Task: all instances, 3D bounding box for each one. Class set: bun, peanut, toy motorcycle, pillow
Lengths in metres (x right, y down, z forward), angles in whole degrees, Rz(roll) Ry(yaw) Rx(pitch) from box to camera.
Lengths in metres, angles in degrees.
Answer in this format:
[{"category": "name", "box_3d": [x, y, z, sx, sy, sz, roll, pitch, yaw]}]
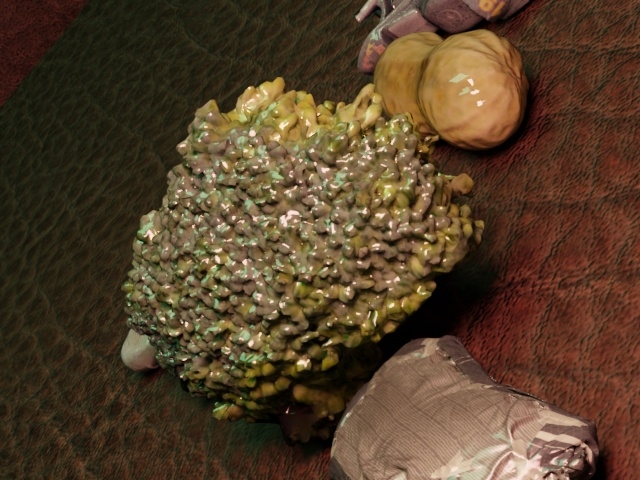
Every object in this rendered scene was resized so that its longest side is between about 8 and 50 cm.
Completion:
[{"category": "bun", "box_3d": [-0.186, 0.113, 2.171, 0.083, 0.045, 0.083, -43, 23, 23]}, {"category": "peanut", "box_3d": [0.130, -0.159, 1.944, 0.125, 0.111, 0.274, -47, 23, -7]}, {"category": "toy motorcycle", "box_3d": [0.151, -0.291, 2.117, 0.307, 0.108, 0.173, -28, 41, 47]}, {"category": "pillow", "box_3d": [0.099, 0.161, 1.516, 0.161, 0.092, 0.335, -40, 20, -9]}]

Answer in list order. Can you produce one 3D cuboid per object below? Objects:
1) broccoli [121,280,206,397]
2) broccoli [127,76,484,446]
[{"category": "broccoli", "box_3d": [-0.076, 0.022, 2.028, 0.145, 0.165, 0.304, -31, 16, 51]}, {"category": "broccoli", "box_3d": [-0.022, 0.011, 1.747, 0.338, 0.277, 0.317, -50, -14, 10]}]
